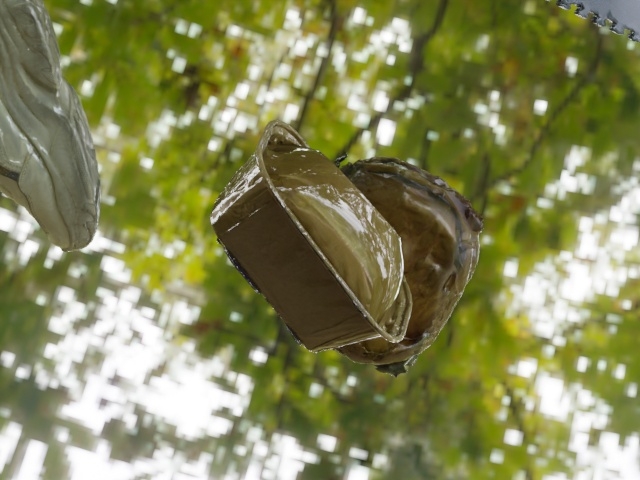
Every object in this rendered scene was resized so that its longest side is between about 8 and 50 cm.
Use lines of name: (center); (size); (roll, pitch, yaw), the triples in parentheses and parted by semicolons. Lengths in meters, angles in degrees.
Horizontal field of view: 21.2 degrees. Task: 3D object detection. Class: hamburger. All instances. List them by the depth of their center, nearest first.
hamburger: (0.057, 0.017, 1.677); (0.183, 0.206, 0.130); (32, -5, -2)

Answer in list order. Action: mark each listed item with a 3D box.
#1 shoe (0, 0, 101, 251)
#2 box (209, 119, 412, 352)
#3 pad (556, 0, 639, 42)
shoe: (-0.377, -0.126, 1.946); (0.210, 0.132, 0.342); (-15, -59, 1)
box: (0.000, 0.000, 1.225); (0.111, 0.111, 0.177); (-21, -66, 48)
pad: (0.171, -0.290, 1.128); (0.269, 0.269, 0.012); (17, -3, -43)
